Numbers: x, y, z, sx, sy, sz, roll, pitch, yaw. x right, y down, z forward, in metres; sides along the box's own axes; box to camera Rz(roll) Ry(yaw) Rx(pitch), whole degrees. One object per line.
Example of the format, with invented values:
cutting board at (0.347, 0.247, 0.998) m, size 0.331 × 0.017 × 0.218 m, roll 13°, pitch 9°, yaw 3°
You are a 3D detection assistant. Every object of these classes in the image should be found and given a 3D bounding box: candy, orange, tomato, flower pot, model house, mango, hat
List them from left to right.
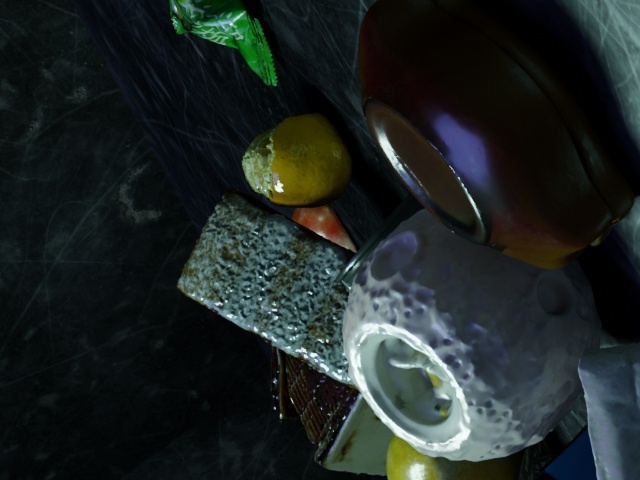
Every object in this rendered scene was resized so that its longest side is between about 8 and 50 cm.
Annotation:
candy at (-0.136, -0.305, 1.974) m, size 0.203 × 0.078 × 0.141 m, roll 36°, pitch 173°, yaw 30°
orange at (-0.031, -0.107, 1.938) m, size 0.156 × 0.134 × 0.156 m, roll 10°, pitch 174°, yaw 1°
tomato at (0.000, 0.000, 2.345) m, size 0.156 × 0.069 × 0.155 m, roll 52°, pitch 170°, yaw 13°
model house at (0.072, 0.209, 2.428) m, size 0.317 × 0.297 × 0.283 m, roll 13°, pitch -145°, yaw -43°
flower pot at (0.106, 0.025, 1.727) m, size 0.107 × 0.157 × 0.157 m, roll 44°, pitch 169°, yaw 3°
mango at (0.210, 0.347, 1.981) m, size 0.384 × 0.198 × 0.222 m, roll 37°, pitch -145°, yaw -49°
hat at (0.313, 0.318, 1.923) m, size 0.050 × 0.121 × 0.121 m, roll -22°, pitch 106°, yaw 42°

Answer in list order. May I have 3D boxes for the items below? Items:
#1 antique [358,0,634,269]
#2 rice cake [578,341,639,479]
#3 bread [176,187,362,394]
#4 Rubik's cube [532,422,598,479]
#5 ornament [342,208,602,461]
antique at (0.136, -0.094, 1.221) m, size 0.278 × 0.129 × 0.223 m, roll 52°, pitch 168°, yaw 4°
rice cake at (0.302, 0.239, 1.270) m, size 0.050 × 0.106 × 0.298 m, roll 3°, pitch -102°, yaw -67°
bread at (0.012, 0.084, 1.889) m, size 0.416 × 0.165 × 0.113 m, roll 27°, pitch -178°, yaw 24°
Rubik's cube at (0.320, 0.404, 1.466) m, size 0.283 × 0.288 × 0.294 m, roll 34°, pitch 156°, yaw 41°
ornament at (0.153, 0.086, 1.426) m, size 0.259 × 0.225 × 0.259 m, roll 31°, pitch 141°, yaw 29°
